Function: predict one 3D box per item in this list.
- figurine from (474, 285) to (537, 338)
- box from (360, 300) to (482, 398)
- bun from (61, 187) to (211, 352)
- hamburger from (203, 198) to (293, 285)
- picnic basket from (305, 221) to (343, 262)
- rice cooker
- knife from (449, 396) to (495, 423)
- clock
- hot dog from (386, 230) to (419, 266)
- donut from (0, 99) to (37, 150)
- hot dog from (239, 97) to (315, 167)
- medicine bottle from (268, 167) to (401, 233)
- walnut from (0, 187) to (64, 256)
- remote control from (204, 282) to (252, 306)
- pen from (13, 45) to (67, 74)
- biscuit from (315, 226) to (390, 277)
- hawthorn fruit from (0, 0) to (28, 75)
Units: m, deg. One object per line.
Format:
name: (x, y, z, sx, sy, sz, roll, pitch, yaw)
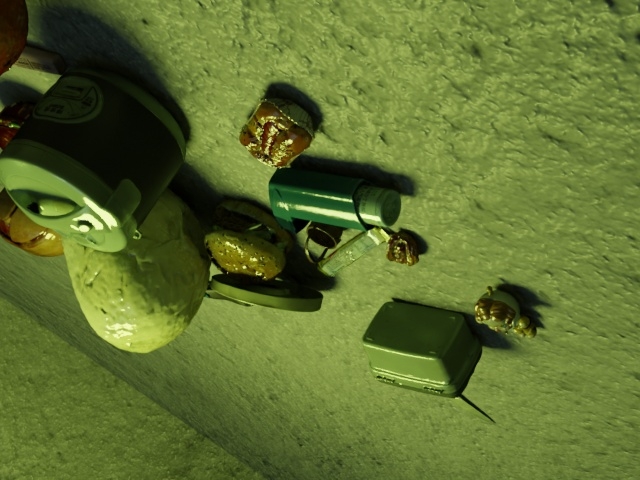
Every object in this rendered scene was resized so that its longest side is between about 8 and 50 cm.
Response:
figurine: (0.328, 0.132, 1.815, 0.143, 0.068, 0.101, 24, 163, -18)
box: (0.193, 0.210, 2.020, 0.210, 0.148, 0.129, 8, 141, 36)
bun: (-0.342, 0.039, 2.084, 0.227, 0.352, 0.349, -19, 124, 18)
hamburger: (-0.145, 0.008, 2.043, 0.177, 0.113, 0.185, 34, 157, -5)
picnic basket: (0.000, 0.000, 1.895, 0.072, 0.083, 0.072, 26, 156, 13)
rice cooker: (-0.411, -0.138, 1.859, 0.288, 0.277, 0.288, 26, 156, 13)
knife: (0.275, 0.333, 2.324, 0.298, 0.017, 0.047, 38, 149, -16)
clock: (-0.110, 0.103, 2.146, 0.235, 0.029, 0.235, 12, -174, -1)
hot dog: (0.144, 0.019, 1.824, 0.058, 0.035, 0.083, 9, 150, 13)
donut: (-0.570, -0.198, 2.153, 0.235, 0.089, 0.235, 24, 156, 11)
hot dog: (-0.072, -0.169, 1.681, 0.108, 0.059, 0.191, 38, 158, -6)
medicine bottle: (0.019, -0.062, 1.757, 0.258, 0.079, 0.124, 10, 145, 37)
walnut: (-0.620, -0.061, 2.370, 0.298, 0.203, 0.203, 0, 143, 46)
remote control: (-0.243, 0.125, 2.492, 0.212, 0.028, 0.059, 7, 146, 42)
pen: (-0.554, -0.340, 1.925, 0.197, 0.032, 0.053, 16, 153, 26)
biscuit: (0.055, 0.022, 1.949, 0.048, 0.026, 0.292, 38, 155, -8)
hawthorn fruit: (-0.613, -0.373, 1.639, 0.311, 0.295, 0.295, 55, 150, -13)
